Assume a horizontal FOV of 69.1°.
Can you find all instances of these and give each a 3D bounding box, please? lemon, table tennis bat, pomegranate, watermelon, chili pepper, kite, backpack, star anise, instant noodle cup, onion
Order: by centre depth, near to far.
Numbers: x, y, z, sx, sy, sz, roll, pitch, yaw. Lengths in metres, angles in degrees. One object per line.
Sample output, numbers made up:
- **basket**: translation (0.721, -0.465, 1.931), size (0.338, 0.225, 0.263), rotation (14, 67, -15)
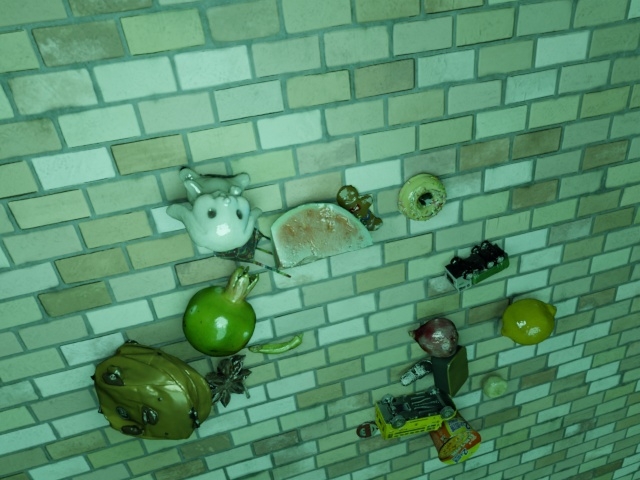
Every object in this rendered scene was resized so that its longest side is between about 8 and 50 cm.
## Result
- **watermelon**: translation (0.000, 0.000, 1.455), size (0.306, 0.180, 0.223), rotation (-13, 131, -13)
- **pomegranate**: translation (-0.295, 0.221, 1.461), size (0.236, 0.236, 0.301), rotation (26, 107, -27)
- **kite**: translation (-0.199, 0.027, 1.471), size (0.286, 0.015, 0.152), rotation (27, 77, -26)
- **backpack**: translation (-0.543, 0.498, 1.497), size (0.379, 0.201, 0.353), rotation (4, 119, 13)
- **star anise**: translation (-0.333, 0.508, 1.662), size (0.230, 0.081, 0.262), rotation (-60, 146, -15)
- **chili pepper**: translation (-0.156, 0.390, 1.696), size (0.208, 0.043, 0.048), rotation (-14, 133, -9)
- **onion**: translation (0.440, 0.378, 1.819), size (0.195, 0.159, 0.159), rotation (0, 120, 13)
- **lemon**: translation (0.842, 0.329, 1.883), size (0.244, 0.187, 0.186), rotation (-27, 121, -5)
- **table tennis bat**: translation (0.233, 0.833, 2.065), size (0.155, 0.019, 0.098), rotation (-13, 120, -7)
- **instant noodle cup**: translation (0.585, 0.866, 2.096), size (0.214, 0.174, 0.213), rotation (-8, 120, -14)

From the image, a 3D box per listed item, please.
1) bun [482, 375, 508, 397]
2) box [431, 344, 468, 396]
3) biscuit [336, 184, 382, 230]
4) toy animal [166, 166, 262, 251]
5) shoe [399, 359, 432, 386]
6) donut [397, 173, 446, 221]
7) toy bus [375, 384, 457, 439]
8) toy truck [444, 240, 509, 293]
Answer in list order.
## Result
- **bun**: translation (0.788, 0.657, 2.108), size (0.115, 0.069, 0.115), rotation (-8, 120, -14)
- **box**: translation (0.534, 0.527, 1.922), size (0.144, 0.090, 0.200), rotation (-38, 128, -32)
- **biscuit**: translation (0.117, -0.092, 1.530), size (0.138, 0.031, 0.204), rotation (-30, 120, 0)
- **toy animal**: translation (-0.297, -0.082, 1.285), size (0.249, 0.289, 0.173), rotation (10, 117, 1)
- **shoe**: translation (0.402, 0.556, 1.947), size (0.160, 0.062, 0.053), rotation (-32, 149, -6)
- **donut**: translation (0.342, -0.139, 1.551), size (0.175, 0.068, 0.174), rotation (-7, 118, -14)
- **toy bus**: translation (0.408, 0.744, 1.996), size (0.331, 0.144, 0.151), rotation (-6, 118, -13)
- **toy truck**: translation (0.588, 0.099, 1.736), size (0.243, 0.101, 0.124), rotation (-25, 133, -6)
